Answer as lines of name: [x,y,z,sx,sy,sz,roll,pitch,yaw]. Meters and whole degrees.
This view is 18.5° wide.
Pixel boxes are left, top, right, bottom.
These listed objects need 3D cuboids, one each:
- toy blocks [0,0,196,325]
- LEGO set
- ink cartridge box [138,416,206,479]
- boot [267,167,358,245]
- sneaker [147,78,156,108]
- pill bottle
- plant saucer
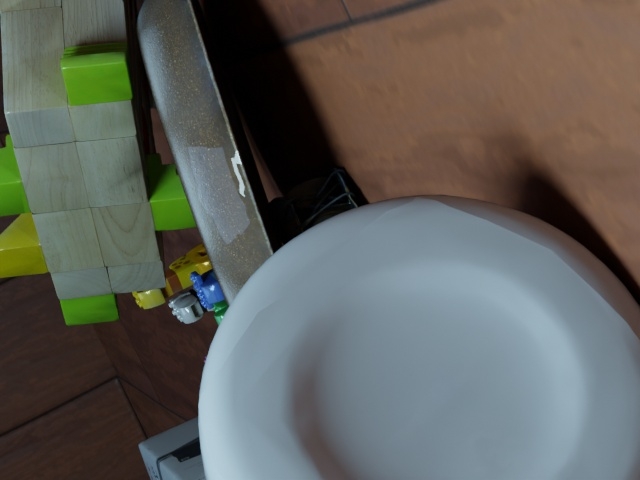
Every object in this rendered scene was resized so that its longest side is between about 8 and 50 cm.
toy blocks: [-0.199,-0.136,1.648,0.381,0.191,0.261,87,176,-60]
LEGO set: [-0.132,0.065,2.004,0.087,0.093,0.227,68,167,-19]
ink cartridge box: [-0.100,0.343,2.345,0.307,0.129,0.223,-163,52,-74]
boot: [0.000,0.000,1.339,0.106,0.082,0.219,60,171,7]
sneaker: [-0.213,-0.196,1.845,0.188,0.071,0.066,61,168,12]
pill bottle: [0.059,0.165,1.091,0.229,0.229,0.407,58,167,25]
plant saucer: [-0.074,-0.054,1.438,0.310,0.050,0.310,-19,-90,-89]
